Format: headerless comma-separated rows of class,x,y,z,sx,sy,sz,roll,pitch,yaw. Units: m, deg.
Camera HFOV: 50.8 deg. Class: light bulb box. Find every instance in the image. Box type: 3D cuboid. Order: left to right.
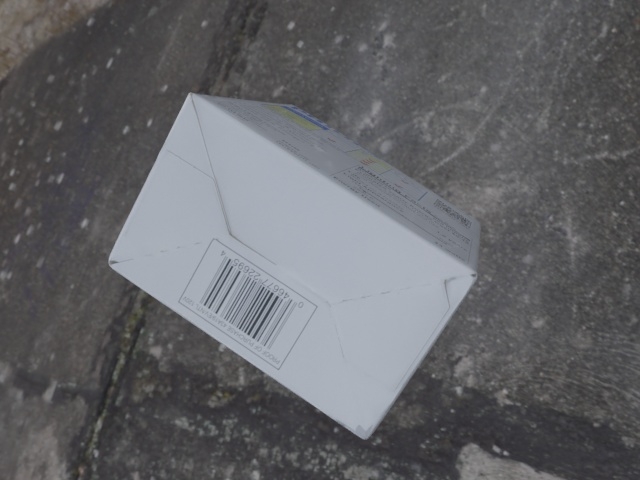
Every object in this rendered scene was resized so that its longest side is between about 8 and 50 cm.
light bulb box,0.000,0.000,0.867,0.225,0.358,0.361,-59,-7,15
